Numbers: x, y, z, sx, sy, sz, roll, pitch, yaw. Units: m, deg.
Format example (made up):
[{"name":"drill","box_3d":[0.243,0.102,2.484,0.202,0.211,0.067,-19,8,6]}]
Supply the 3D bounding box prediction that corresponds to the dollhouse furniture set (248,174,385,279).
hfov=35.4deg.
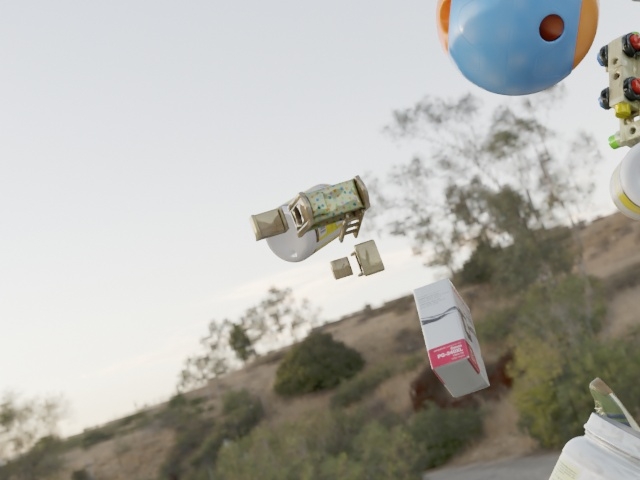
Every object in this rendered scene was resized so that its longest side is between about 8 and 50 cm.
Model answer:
[{"name":"dollhouse furniture set","box_3d":[0.000,0.000,1.651,0.182,0.161,0.101,-18,-8,-18]}]

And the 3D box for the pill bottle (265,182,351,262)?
[{"name":"pill bottle","box_3d":[-0.013,-0.043,2.017,0.117,0.117,0.215,-25,5,36]}]

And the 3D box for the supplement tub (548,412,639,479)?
[{"name":"supplement tub","box_3d":[0.512,0.500,1.803,0.235,0.324,0.235,25,2,-1]}]

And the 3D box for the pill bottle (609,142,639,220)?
[{"name":"pill bottle","box_3d":[0.478,-0.083,1.460,0.103,0.103,0.184,-19,-8,7]}]

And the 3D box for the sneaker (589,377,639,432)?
[{"name":"sneaker","box_3d":[0.598,0.383,2.058,0.086,0.192,0.064,-36,-7,-3]}]

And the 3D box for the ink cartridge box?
[{"name":"ink cartridge box","box_3d":[0.203,0.150,1.556,0.063,0.150,0.109,-22,-39,16]}]

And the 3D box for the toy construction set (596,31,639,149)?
[{"name":"toy construction set","box_3d":[0.641,-0.288,1.991,0.215,0.327,0.151,22,-43,-31]}]

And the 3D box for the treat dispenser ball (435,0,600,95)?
[{"name":"treat dispenser ball","box_3d":[0.352,-0.404,1.797,0.288,0.288,0.288,-17,-11,-3]}]
